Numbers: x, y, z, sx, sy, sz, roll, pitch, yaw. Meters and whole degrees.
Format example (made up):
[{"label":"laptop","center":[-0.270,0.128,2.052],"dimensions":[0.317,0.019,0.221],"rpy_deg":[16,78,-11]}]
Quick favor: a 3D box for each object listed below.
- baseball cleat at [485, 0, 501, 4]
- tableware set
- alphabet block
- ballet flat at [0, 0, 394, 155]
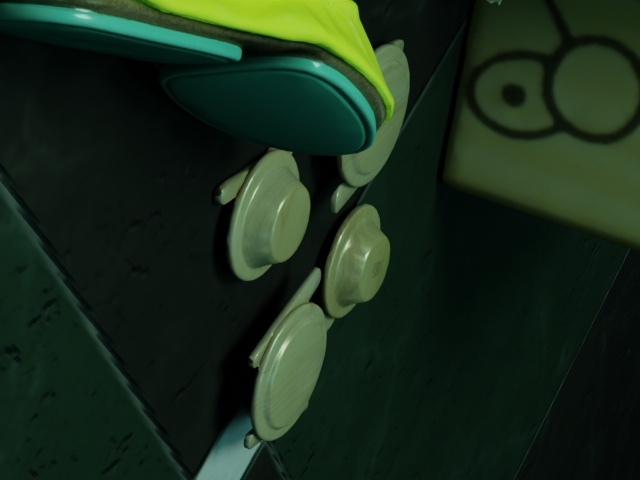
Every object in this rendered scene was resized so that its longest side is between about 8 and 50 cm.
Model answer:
[{"label":"baseball cleat","center":[0.095,-0.200,0.686],"dimensions":[0.109,0.072,0.206],"rpy_deg":[-56,156,-31]},{"label":"tableware set","center":[0.000,0.000,0.710],"dimensions":[0.141,0.020,0.168],"rpy_deg":[-48,148,-46]},{"label":"alphabet block","center":[0.201,-0.107,0.841],"dimensions":[0.193,0.197,0.192],"rpy_deg":[-32,138,-55]},{"label":"ballet flat","center":[-0.031,-0.081,0.510],"dimensions":[0.231,0.077,0.077],"rpy_deg":[17,77,-66]}]
